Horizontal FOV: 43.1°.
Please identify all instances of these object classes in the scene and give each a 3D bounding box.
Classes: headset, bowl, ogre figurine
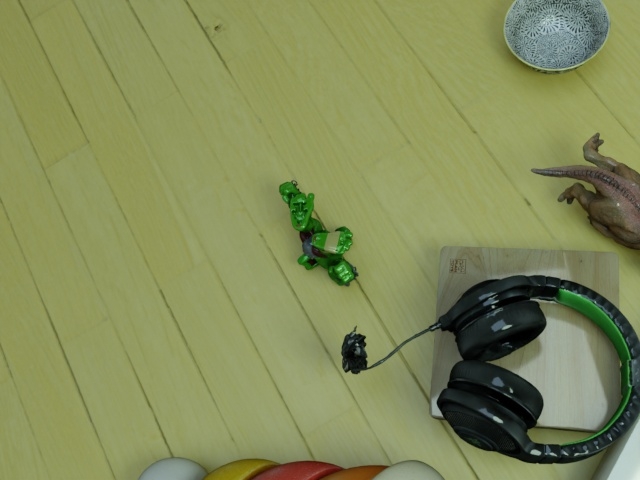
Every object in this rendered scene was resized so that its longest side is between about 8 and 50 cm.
[{"bbox_3d":[0.224,0.171,1.095,0.394,0.185,0.243,7,65,4],"label":"headset"},{"bbox_3d":[0.393,-0.338,1.358,0.170,0.080,0.170,-5,68,12],"label":"bowl"},{"bbox_3d":[0.000,0.000,1.304,0.197,0.118,0.097,34,76,21],"label":"ogre figurine"}]

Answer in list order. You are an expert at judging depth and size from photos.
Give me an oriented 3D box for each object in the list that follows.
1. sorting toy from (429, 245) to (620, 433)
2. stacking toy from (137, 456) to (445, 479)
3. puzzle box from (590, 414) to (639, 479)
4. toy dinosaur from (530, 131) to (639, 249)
[{"bbox_3d":[0.300,0.148,1.192,0.255,0.089,0.257,2,70,14],"label":"sorting toy"},{"bbox_3d":[-0.079,0.421,1.110,0.480,0.350,0.350,9,71,36],"label":"stacking toy"},{"bbox_3d":[0.497,0.334,1.048,0.272,0.052,0.409,33,79,2],"label":"puzzle box"},{"bbox_3d":[0.449,-0.038,1.157,0.127,0.296,0.200,-50,23,18],"label":"toy dinosaur"}]
